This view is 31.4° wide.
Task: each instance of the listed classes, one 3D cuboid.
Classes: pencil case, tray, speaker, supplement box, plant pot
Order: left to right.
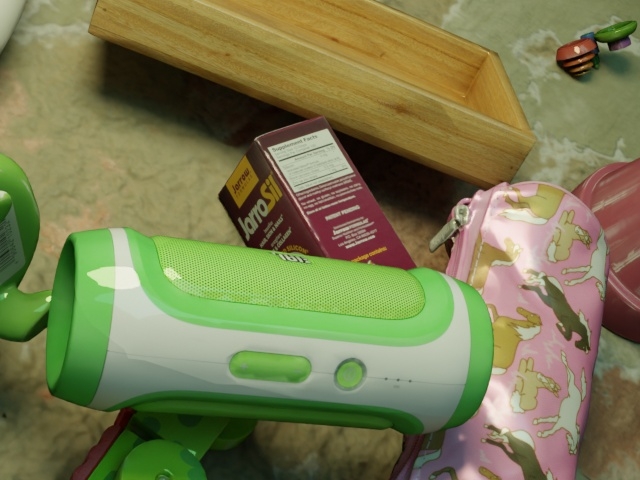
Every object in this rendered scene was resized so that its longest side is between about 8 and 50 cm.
[{"bbox_3d":[-0.033,0.066,0.796,0.296,0.131,0.131,8,59,-21],"label":"speaker"},{"bbox_3d":[-0.006,-0.187,1.094,0.411,0.076,0.203,19,30,-15],"label":"tray"},{"bbox_3d":[0.000,0.000,1.009,0.080,0.104,0.188,-22,73,-34],"label":"supplement box"},{"bbox_3d":[0.147,0.133,0.974,0.167,0.160,0.386,12,54,8],"label":"pencil case"},{"bbox_3d":[0.369,-0.018,1.161,0.201,0.180,0.201,12,57,-19],"label":"plant pot"}]

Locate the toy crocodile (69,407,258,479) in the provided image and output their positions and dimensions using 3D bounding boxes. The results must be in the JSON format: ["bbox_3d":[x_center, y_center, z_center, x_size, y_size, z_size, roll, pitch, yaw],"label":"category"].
[{"bbox_3d":[-0.116,0.147,0.859,0.105,0.115,0.340,35,50,2],"label":"toy crocodile"}]

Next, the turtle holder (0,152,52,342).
[{"bbox_3d":[-0.351,0.034,0.759,0.227,0.243,0.320,38,91,16],"label":"turtle holder"}]

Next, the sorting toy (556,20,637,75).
[{"bbox_3d":[0.326,-0.222,1.338,0.102,0.061,0.042,-21,103,1],"label":"sorting toy"}]

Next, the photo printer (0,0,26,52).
[{"bbox_3d":[-0.391,-0.244,0.920,0.307,0.107,0.256,29,63,-21],"label":"photo printer"}]
